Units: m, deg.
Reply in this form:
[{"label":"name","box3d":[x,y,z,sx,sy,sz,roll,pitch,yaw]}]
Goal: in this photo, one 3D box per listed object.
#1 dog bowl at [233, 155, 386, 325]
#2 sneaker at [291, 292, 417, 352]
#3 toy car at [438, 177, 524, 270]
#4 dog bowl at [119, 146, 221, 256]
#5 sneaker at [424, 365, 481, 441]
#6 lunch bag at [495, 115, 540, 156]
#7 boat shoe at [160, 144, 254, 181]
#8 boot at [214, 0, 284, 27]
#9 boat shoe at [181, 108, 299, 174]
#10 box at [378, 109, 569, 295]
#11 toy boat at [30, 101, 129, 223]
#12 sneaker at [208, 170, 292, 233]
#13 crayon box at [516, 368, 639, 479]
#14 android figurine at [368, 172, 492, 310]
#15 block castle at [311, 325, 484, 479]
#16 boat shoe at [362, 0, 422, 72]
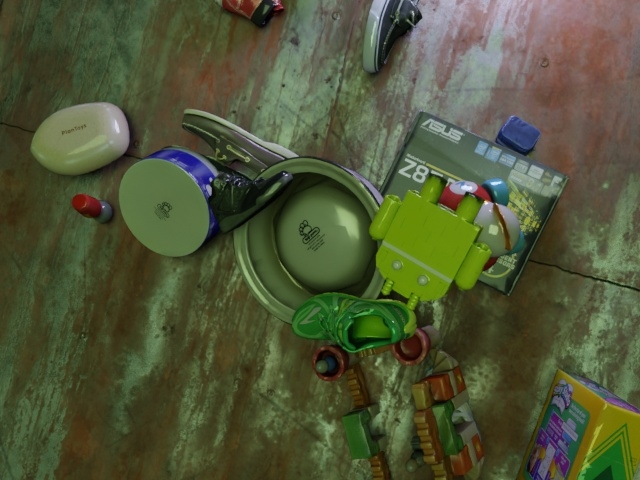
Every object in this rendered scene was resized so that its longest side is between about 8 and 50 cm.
[{"label":"dog bowl","box3d":[0.000,0.000,1.440,0.407,0.150,0.408,6,103,25]},{"label":"sneaker","box3d":[0.055,0.175,1.294,0.295,0.123,0.110,-5,98,30]},{"label":"toy car","box3d":[0.346,-0.039,1.278,0.219,0.238,0.211,-16,86,-11]},{"label":"dog bowl","box3d":[-0.370,-0.096,1.518,0.264,0.104,0.265,8,116,17]},{"label":"sneaker","box3d":[0.328,0.412,1.459,0.087,0.092,0.229,-28,83,8]},{"label":"lunch bag","box3d":[0.487,-0.250,1.476,0.098,0.065,0.067,36,77,9]},{"label":"boat shoe","box3d":[-0.287,-0.157,1.568,0.302,0.091,0.114,22,91,8]},{"label":"boot","box3d":[-0.146,-0.693,1.577,0.176,0.088,0.244,29,96,4]},{"label":"boat shoe","box3d":[-0.209,-0.230,1.525,0.324,0.116,0.097,24,87,-9]},{"label":"box","box3d":[0.349,-0.092,1.473,0.394,0.097,0.318,27,91,9]},{"label":"toy boat","box3d":[-0.628,-0.204,1.607,0.267,0.148,0.319,-12,79,3]},{"label":"sneaker","box3d":[-0.172,-0.119,1.365,0.227,0.087,0.130,-30,93,33]},{"label":"crayon box","box3d":[0.548,0.466,1.288,0.106,0.363,0.313,21,91,8]},{"label":"android figurine","box3d":[0.216,0.010,1.224,0.248,0.056,0.273,33,106,20]},{"label":"block castle","box3d":[0.175,0.435,1.366,0.302,0.212,0.454,-18,81,29]},{"label":"boat shoe","box3d":[0.197,-0.576,1.499,0.119,0.121,0.335,18,88,13]}]
